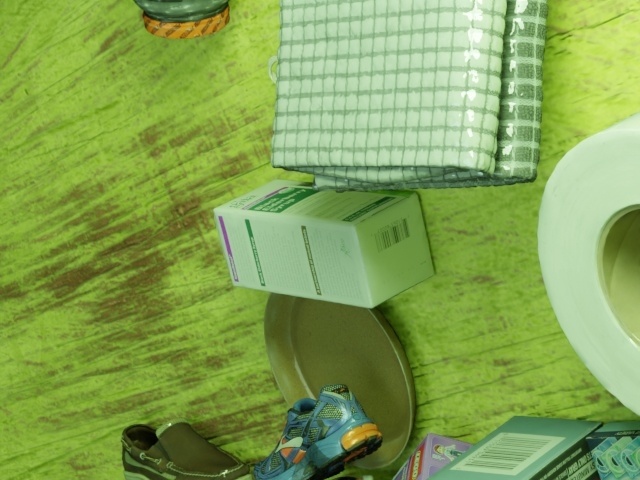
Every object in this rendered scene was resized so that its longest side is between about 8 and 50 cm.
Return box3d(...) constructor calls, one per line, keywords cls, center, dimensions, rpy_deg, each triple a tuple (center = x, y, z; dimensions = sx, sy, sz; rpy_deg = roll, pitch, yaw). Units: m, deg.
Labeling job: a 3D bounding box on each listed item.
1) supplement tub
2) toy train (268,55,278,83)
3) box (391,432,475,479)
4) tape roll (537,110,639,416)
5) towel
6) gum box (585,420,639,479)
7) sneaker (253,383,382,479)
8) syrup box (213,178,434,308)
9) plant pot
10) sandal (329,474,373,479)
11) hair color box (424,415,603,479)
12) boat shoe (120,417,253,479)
box3d(cls="supplement tub", center=(-0.146, -0.313, 2.003), dimensions=(0.117, 0.117, 0.190), rpy_deg=(25, 130, 41))
box3d(cls="toy train", center=(-0.002, -0.222, 1.943), dimensions=(0.125, 0.046, 0.166), rpy_deg=(36, 133, 35))
box3d(cls="box", center=(0.089, 0.373, 2.014), dimensions=(0.057, 0.293, 0.201), rpy_deg=(16, 145, -10))
box3d(cls="tape roll", center=(0.321, 0.023, 1.639), dimensions=(0.286, 0.100, 0.286), rpy_deg=(29, 132, 39))
box3d(cls="towel", center=(0.083, -0.161, 1.748), dimensions=(0.284, 0.121, 0.235), rpy_deg=(0, 86, 51))
box3d(cls="gum box", center=(0.343, 0.257, 1.806), dimensions=(0.157, 0.041, 0.184), rpy_deg=(-11, 103, 54))
box3d(cls="sneaker", center=(-0.009, 0.220, 2.154), dimensions=(0.221, 0.083, 0.087), rpy_deg=(-37, 68, 49))
box3d(cls="syrup box", center=(0.000, 0.000, 2.032), dimensions=(0.237, 0.093, 0.096), rpy_deg=(9, 118, 49))
box3d(cls="plant pot", center=(0.027, 0.139, 2.139), dimensions=(0.236, 0.032, 0.236), rpy_deg=(29, 131, 39))
box3d(cls="sandal", center=(-0.009, 0.333, 2.209), dimensions=(0.265, 0.076, 0.102), rpy_deg=(130, 152, -62))
box3d(cls="hair color box", center=(0.218, 0.380, 1.891), dimensions=(0.114, 0.185, 0.374), rpy_deg=(0, 109, 40))
box3d(cls="boat shoe", center=(-0.180, 0.272, 2.431), dimensions=(0.257, 0.095, 0.095), rpy_deg=(-3, 103, 53))
